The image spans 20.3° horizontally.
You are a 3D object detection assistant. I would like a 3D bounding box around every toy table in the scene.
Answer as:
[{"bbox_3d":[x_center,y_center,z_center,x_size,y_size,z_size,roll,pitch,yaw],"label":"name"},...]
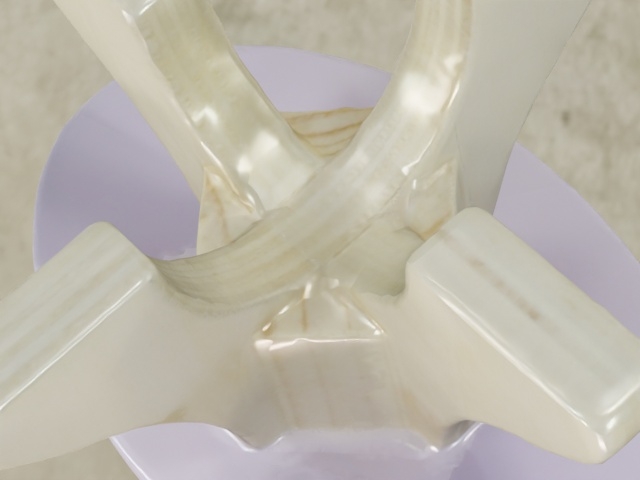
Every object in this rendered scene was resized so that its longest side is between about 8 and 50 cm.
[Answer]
[{"bbox_3d":[0.000,0.000,0.552,0.274,0.252,0.161,29,159,24],"label":"toy table"}]
